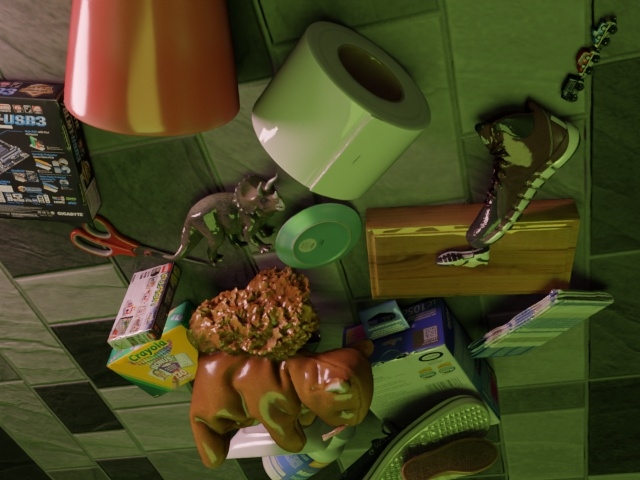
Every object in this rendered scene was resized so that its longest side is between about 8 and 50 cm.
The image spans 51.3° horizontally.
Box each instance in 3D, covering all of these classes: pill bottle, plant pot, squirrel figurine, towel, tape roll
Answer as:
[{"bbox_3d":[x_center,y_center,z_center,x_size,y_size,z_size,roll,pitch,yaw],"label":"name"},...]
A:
[{"bbox_3d":[-0.028,0.552,1.818,0.152,0.152,0.272,30,128,-20],"label":"pill bottle"},{"bbox_3d":[-0.257,-0.321,1.019,0.275,0.275,0.243,7,122,-1],"label":"plant pot"},{"bbox_3d":[-0.080,0.259,1.423,0.371,0.281,0.396,-10,101,30],"label":"squirrel figurine"},{"bbox_3d":[0.484,0.186,1.474,0.209,0.034,0.285,5,144,-35],"label":"towel"},{"bbox_3d":[0.034,-0.211,1.085,0.246,0.246,0.169,29,127,-19],"label":"tape roll"}]

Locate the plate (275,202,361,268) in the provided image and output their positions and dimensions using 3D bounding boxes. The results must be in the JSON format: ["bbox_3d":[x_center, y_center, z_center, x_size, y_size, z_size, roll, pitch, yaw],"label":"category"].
[{"bbox_3d":[0.000,0.000,1.374,0.188,0.024,0.188,-13,138,-12],"label":"plate"}]

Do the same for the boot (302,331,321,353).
[{"bbox_3d":[-0.112,0.294,1.652,0.190,0.076,0.208,4,139,-16],"label":"boot"}]

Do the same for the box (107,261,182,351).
[{"bbox_3d":[-0.379,0.140,1.451,0.114,0.206,0.036,-16,128,18],"label":"box"}]

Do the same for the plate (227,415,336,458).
[{"bbox_3d":[-0.072,0.434,1.644,0.278,0.277,0.045,-11,103,24],"label":"plate"}]

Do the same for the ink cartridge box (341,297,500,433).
[{"bbox_3d":[0.226,0.303,1.578,0.270,0.151,0.395,-22,128,23],"label":"ink cartridge box"}]

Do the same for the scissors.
[{"bbox_3d":[-0.403,0.027,1.483,0.297,0.021,0.109,24,126,-17],"label":"scissors"}]

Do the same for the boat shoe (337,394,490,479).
[{"bbox_3d":[0.195,0.522,1.585,0.187,0.156,0.500,32,112,-19],"label":"boat shoe"}]

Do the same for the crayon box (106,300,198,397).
[{"bbox_3d":[-0.371,0.275,1.652,0.279,0.081,0.165,-30,123,27],"label":"crayon box"}]

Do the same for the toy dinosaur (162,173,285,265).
[{"bbox_3d":[-0.188,-0.044,1.358,0.314,0.121,0.160,-13,117,22],"label":"toy dinosaur"}]

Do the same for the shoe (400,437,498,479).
[{"bbox_3d":[0.279,0.484,1.460,0.219,0.076,0.058,-12,158,-5],"label":"shoe"}]

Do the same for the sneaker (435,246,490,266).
[{"bbox_3d":[0.283,0.039,1.321,0.109,0.040,0.043,-9,132,13],"label":"sneaker"}]

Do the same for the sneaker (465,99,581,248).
[{"bbox_3d":[0.320,-0.132,1.211,0.163,0.106,0.281,35,102,-12],"label":"sneaker"}]

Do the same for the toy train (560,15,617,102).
[{"bbox_3d":[0.446,-0.303,1.113,0.036,0.027,0.158,20,131,2],"label":"toy train"}]

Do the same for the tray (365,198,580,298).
[{"bbox_3d":[0.306,0.024,1.380,0.411,0.076,0.202,-2,131,8],"label":"tray"}]

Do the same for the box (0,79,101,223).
[{"bbox_3d":[-0.605,-0.169,1.291,0.296,0.073,0.293,3,131,3],"label":"box"}]
